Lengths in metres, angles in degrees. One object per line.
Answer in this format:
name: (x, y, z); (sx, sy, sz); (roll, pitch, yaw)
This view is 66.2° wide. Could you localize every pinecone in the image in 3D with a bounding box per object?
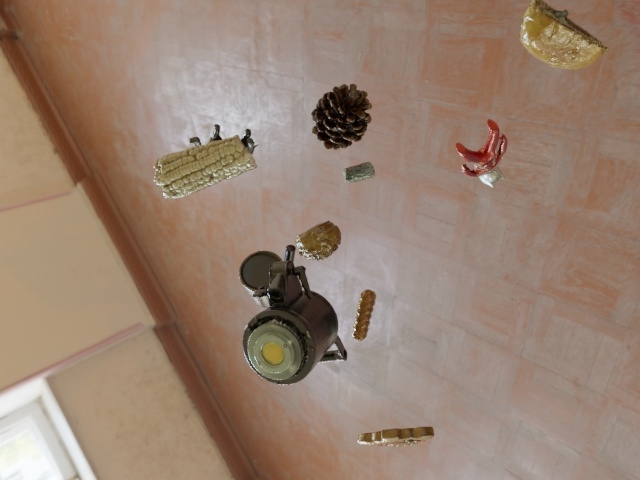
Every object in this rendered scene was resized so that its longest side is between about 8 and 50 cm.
pinecone: (0.075, -0.393, 1.530); (0.212, 0.169, 0.185); (-42, 60, 45)

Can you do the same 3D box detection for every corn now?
corn: (-0.213, -0.142, 0.912); (0.211, 0.087, 0.087); (-16, 98, 17)

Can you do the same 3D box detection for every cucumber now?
cucumber: (0.134, -0.239, 1.741); (0.064, 0.112, 0.064); (163, 90, -80)

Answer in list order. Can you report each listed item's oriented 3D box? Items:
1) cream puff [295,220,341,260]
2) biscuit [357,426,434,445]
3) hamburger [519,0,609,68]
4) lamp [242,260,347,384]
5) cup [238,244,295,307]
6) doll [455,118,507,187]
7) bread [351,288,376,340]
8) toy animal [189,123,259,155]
cream puff: (-0.001, 0.004, 1.433); (0.126, 0.144, 0.103); (-26, 94, 36)
biscuit: (0.224, 0.557, 1.378); (0.212, 0.238, 0.041); (-15, 60, 17)
hamburger: (0.634, -0.541, 1.319); (0.262, 0.124, 0.131); (23, 127, -18)
lamp: (-0.077, 0.268, 1.331); (0.205, 0.272, 0.374); (-11, 116, 21)
cup: (-0.169, 0.137, 1.832); (0.166, 0.239, 0.177); (58, 168, 31)
doll: (0.599, -0.298, 1.785); (0.188, 0.384, 0.099); (-35, 61, 12)
bread: (0.128, 0.220, 1.447); (0.044, 0.052, 0.157); (19, 99, 46)
toy animal: (-0.343, -0.327, 1.740); (0.146, 0.245, 0.114); (136, 139, -59)
